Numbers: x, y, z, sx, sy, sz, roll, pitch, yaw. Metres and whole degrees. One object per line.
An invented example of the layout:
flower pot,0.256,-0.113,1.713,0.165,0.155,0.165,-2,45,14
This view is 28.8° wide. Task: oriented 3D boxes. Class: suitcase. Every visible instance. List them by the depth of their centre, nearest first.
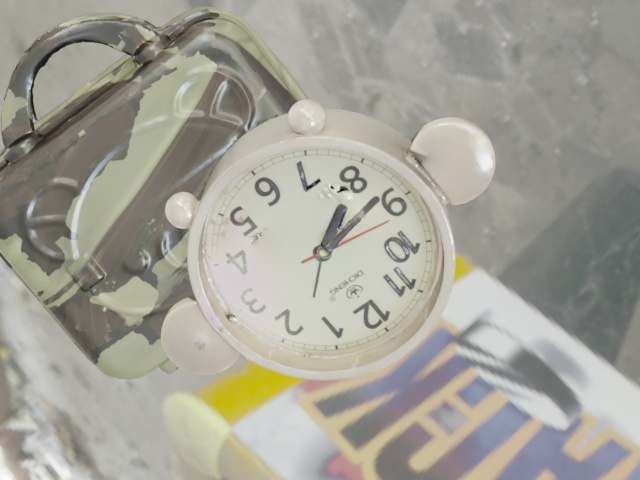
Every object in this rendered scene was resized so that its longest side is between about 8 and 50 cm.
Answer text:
suitcase,-0.172,-0.075,1.271,0.339,0.351,0.194,52,-179,-16

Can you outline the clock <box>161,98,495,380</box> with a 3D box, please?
clock,0.000,0.000,0.723,0.155,0.229,0.063,49,-164,-15
